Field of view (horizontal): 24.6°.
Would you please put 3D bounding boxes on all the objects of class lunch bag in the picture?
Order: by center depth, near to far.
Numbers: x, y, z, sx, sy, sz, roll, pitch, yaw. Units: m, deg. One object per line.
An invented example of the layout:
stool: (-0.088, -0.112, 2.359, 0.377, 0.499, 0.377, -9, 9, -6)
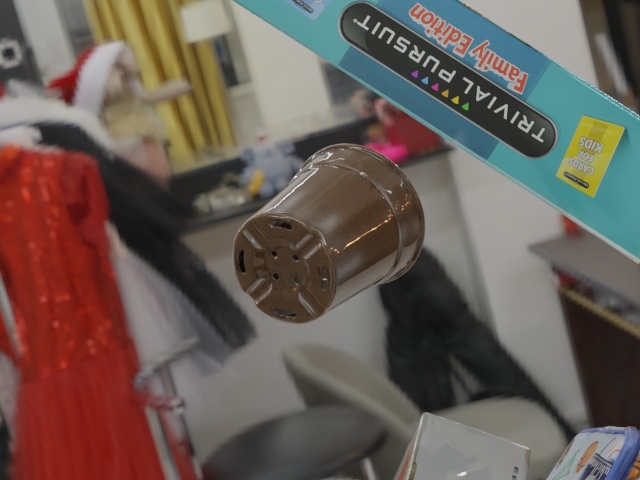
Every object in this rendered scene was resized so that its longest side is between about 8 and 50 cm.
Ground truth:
lunch bag: (0.261, 0.307, 1.466, 0.243, 0.115, 0.303, -55, -5, -6)

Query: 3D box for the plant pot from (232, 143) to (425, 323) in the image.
plant pot: (0.000, 0.000, 1.559, 0.167, 0.167, 0.165, -8, 16, 35)

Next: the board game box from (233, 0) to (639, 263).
board game box: (0.087, -0.121, 1.009, 0.079, 0.336, 0.254, -58, -2, 9)

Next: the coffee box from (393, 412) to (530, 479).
coffee box: (0.087, 0.281, 1.235, 0.098, 0.246, 0.141, 19, 45, 1)
